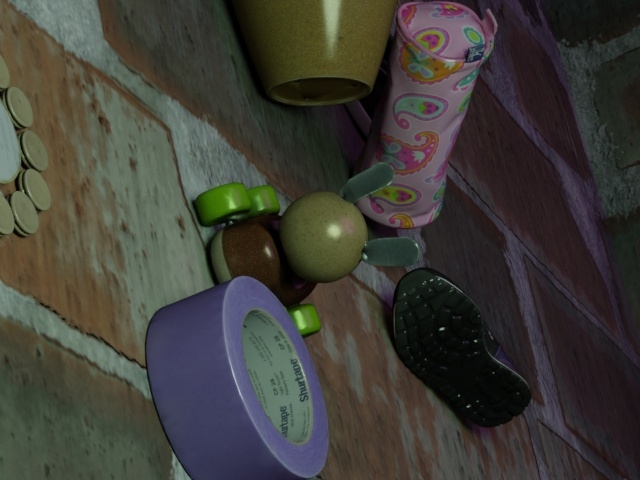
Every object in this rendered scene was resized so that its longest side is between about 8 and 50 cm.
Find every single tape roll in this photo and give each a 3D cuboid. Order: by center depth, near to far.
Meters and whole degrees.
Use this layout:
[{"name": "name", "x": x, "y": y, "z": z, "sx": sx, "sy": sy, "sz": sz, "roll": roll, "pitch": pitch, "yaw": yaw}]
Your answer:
[{"name": "tape roll", "x": -0.071, "y": 0.132, "z": 1.729, "sx": 0.189, "sy": 0.080, "sz": 0.189, "roll": 52, "pitch": 25, "yaw": -38}]

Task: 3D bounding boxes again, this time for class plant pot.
[{"name": "plant pot", "x": -0.009, "y": -0.286, "z": 2.186, "sx": 0.237, "sy": 0.237, "sz": 0.254, "roll": 23, "pitch": 63, "yaw": -64}]

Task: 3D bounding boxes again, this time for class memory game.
[{"name": "memory game", "x": -0.267, "y": -0.087, "z": 1.541, "sx": 0.186, "sy": 0.012, "sz": 0.186, "roll": 53, "pitch": 25, "yaw": -38}]

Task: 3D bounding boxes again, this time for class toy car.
[{"name": "toy car", "x": 0.000, "y": 0.000, "z": 1.894, "sx": 0.149, "sy": 0.188, "sz": 0.155, "roll": 2, "pitch": 68, "yaw": -69}]

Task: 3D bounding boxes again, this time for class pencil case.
[{"name": "pencil case", "x": 0.118, "y": -0.146, "z": 2.273, "sx": 0.124, "sy": 0.124, "sz": 0.284, "roll": -90, "pitch": -168, "yaw": -47}]

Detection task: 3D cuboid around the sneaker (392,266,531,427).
[{"name": "sneaker", "x": 0.147, "y": 0.107, "z": 2.354, "sx": 0.283, "sy": 0.107, "sz": 0.124, "roll": 54, "pitch": 8, "yaw": -44}]

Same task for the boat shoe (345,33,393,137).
[{"name": "boat shoe", "x": 0.041, "y": -0.285, "z": 2.432, "sx": 0.340, "sy": 0.113, "sz": 0.127, "roll": 63, "pitch": 20, "yaw": -14}]
